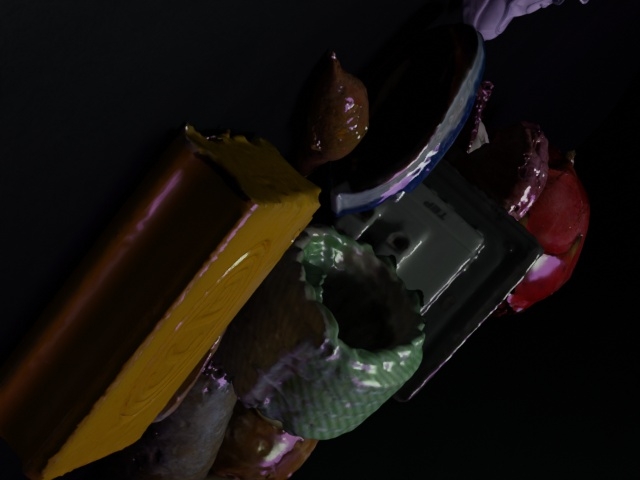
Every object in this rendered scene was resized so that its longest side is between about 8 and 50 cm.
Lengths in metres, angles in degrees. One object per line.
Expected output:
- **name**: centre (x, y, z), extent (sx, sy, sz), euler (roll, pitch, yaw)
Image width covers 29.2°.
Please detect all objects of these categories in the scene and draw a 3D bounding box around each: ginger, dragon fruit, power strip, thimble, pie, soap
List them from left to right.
- **soap**: centre (-0.143, 0.052, 1.081), extent (0.324, 0.096, 0.204), euler (-51, 168, 15)
- **ginger**: centre (-0.026, 0.173, 1.745), extent (0.254, 0.176, 0.418), euler (-57, 173, 36)
- **thimble**: centre (-0.002, 0.093, 1.288), extent (0.150, 0.219, 0.219), euler (-48, 171, 32)
- **power strip**: centre (0.089, 0.015, 1.420), extent (0.251, 0.257, 0.092), euler (-48, 174, -10)
- **pie**: centre (0.177, -0.099, 1.523), extent (0.054, 0.218, 0.204), euler (21, 100, -56)
- **dragon fruit**: centre (0.303, -0.031, 2.057), extent (0.295, 0.295, 0.302), euler (110, 5, -63)

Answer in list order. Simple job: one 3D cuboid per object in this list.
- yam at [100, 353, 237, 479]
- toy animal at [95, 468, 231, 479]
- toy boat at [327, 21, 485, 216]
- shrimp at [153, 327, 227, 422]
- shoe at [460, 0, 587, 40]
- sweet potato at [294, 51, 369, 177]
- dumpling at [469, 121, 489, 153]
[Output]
- **yam**: centre (-0.165, 0.195, 1.439), extent (0.133, 0.133, 0.330), euler (-38, 161, -44)
- **toy animal**: centre (-0.210, 0.368, 1.686), extent (0.256, 0.213, 0.195), euler (13, 80, -38)
- **toy boat**: centre (0.096, -0.127, 1.322), extent (0.262, 0.114, 0.115), euler (-56, 158, -4)
- **shrimp**: centre (-0.124, 0.073, 1.229), extent (0.254, 0.059, 0.145), euler (-54, -157, 11)
- **shoe**: centre (0.250, -0.294, 1.310), extent (0.095, 0.137, 0.245), euler (-30, 159, -45)
- **sweet potato**: centre (0.011, -0.106, 1.224), extent (0.068, 0.068, 0.226), euler (-43, 168, -25)
- **dumpling**: centre (0.181, -0.120, 1.761), extent (0.188, 0.108, 0.127), euler (-24, 135, -26)
